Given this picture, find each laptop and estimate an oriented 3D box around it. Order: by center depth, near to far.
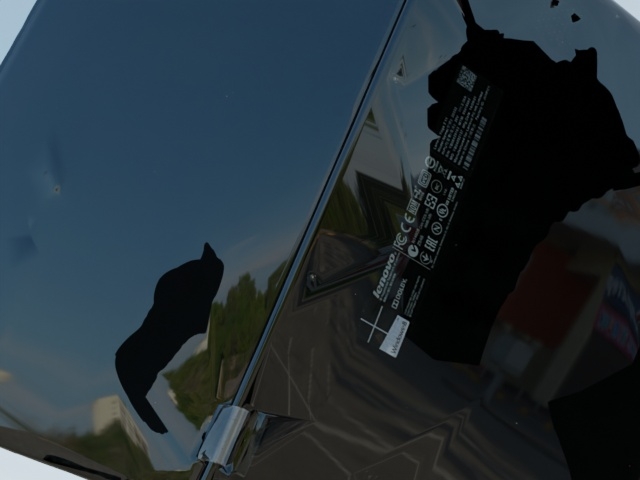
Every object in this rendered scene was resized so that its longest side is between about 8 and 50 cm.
[{"bbox_3d":[0.000,0.000,0.737,0.408,0.382,0.236,31,-19,-22],"label":"laptop"}]
